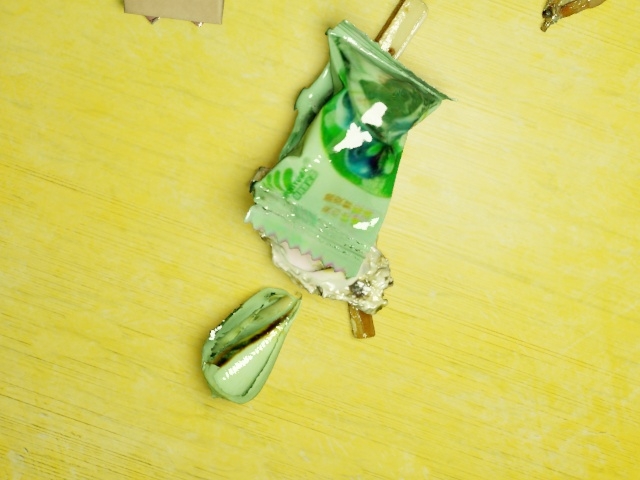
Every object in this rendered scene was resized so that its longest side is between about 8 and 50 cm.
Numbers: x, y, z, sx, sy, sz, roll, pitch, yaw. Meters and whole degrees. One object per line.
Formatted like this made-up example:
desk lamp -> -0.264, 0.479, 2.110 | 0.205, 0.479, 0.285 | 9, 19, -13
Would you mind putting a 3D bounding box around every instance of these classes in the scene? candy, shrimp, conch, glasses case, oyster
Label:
candy -> 0.046, -0.153, 1.431 | 0.262, 0.172, 0.398 | 26, 89, -13
shrimp -> 0.474, -0.455, 1.460 | 0.184, 0.043, 0.091 | -41, 100, 8
conch -> -0.148, 0.200, 1.556 | 0.143, 0.137, 0.251 | 25, 100, -2
glasses case -> -0.269, -0.451, 1.487 | 0.193, 0.070, 0.103 | 6, 128, -1
oyster -> -0.003, 0.002, 1.544 | 0.201, 0.107, 0.355 | -31, 86, -13

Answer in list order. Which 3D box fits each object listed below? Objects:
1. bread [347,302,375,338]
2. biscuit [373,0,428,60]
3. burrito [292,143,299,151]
bread -> 0.082, 0.155, 1.592 | 0.046, 0.036, 0.083 | -10, 99, -4
biscuit -> 0.133, -0.369, 1.485 | 0.056, 0.052, 0.188 | 30, 102, -14
burrito -> -0.042, -0.158, 1.499 | 0.041, 0.055, 0.149 | 18, 66, 34
